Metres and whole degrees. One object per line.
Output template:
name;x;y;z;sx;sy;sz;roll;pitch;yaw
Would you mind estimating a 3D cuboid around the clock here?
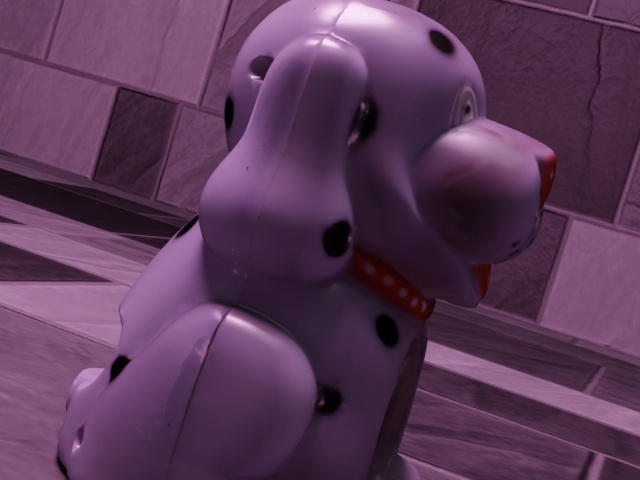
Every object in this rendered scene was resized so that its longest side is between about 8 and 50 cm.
clock;0.002;0.004;0.492;0.189;0.254;0.189;22;3;-1
